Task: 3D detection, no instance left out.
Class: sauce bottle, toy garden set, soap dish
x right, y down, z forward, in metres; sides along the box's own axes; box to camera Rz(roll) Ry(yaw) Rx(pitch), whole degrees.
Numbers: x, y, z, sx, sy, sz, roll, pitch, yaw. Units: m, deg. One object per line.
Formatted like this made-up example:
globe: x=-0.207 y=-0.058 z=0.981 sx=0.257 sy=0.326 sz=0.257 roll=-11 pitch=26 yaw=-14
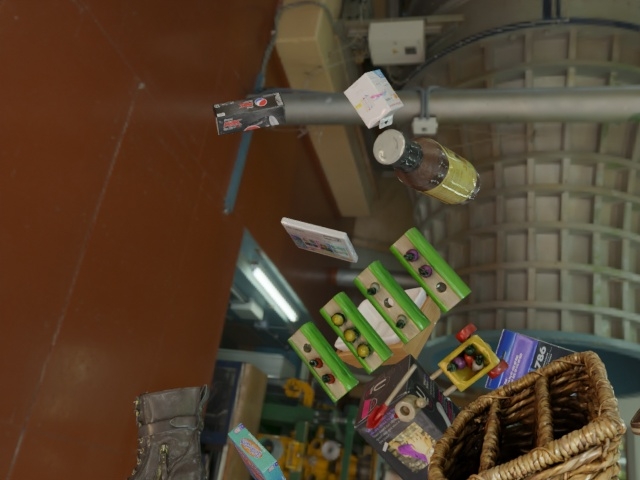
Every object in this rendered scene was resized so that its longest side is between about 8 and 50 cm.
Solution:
sauce bottle: x=0.227 y=-0.152 z=1.275 sx=0.344 sy=0.112 sz=0.111 roll=13 pitch=79 yaw=-55
toy garden set: x=0.091 y=0.139 z=0.774 sx=0.203 sy=0.244 sz=0.049 roll=51 pitch=23 yaw=14
soap dish: x=0.199 y=0.261 z=1.782 sx=0.118 sy=0.291 sz=0.229 roll=50 pitch=52 yaw=-15

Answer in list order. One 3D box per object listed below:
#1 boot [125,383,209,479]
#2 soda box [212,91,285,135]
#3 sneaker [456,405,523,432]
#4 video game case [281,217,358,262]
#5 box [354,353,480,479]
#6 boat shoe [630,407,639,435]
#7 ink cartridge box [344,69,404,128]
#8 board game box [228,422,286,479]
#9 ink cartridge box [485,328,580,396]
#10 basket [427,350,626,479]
boot: x=-0.317 y=0.392 z=1.111 sx=0.091 sy=0.263 sz=0.228 roll=81 pitch=-6 yaw=-59
soda box: x=-0.171 y=-0.306 z=1.471 sx=0.060 sy=0.169 sz=0.053 roll=91 pitch=-17 yaw=-51
sneaker: x=0.515 y=0.579 z=1.721 sx=0.134 sy=0.344 sz=0.146 roll=-44 pitch=134 yaw=-45
video game case: x=0.000 y=0.000 z=1.405 sx=0.143 sy=0.157 sz=0.019 roll=59 pitch=49 yaw=-62
box: x=0.216 y=0.405 z=1.275 sx=0.270 sy=0.143 sz=0.165 roll=49 pitch=19 yaw=-6
boat shoe: x=0.892 y=0.427 z=1.611 sx=0.258 sy=0.095 sz=0.095 roll=-17 pitch=86 yaw=-36
ink cartridge box: x=0.155 y=-0.385 z=1.688 sx=0.143 sy=0.090 sz=0.092 roll=55 pitch=38 yaw=1
board game box: x=-0.149 y=0.589 z=1.572 sx=0.047 sy=0.160 sz=0.210 roll=-36 pitch=132 yaw=-23
ink cartridge box: x=0.590 y=0.352 z=1.618 sx=0.333 sy=0.065 sz=0.165 roll=19 pitch=88 yaw=-31
basket: x=0.246 y=0.265 z=0.766 sx=0.299 sy=0.214 sz=0.222 roll=-18 pitch=108 yaw=-69
